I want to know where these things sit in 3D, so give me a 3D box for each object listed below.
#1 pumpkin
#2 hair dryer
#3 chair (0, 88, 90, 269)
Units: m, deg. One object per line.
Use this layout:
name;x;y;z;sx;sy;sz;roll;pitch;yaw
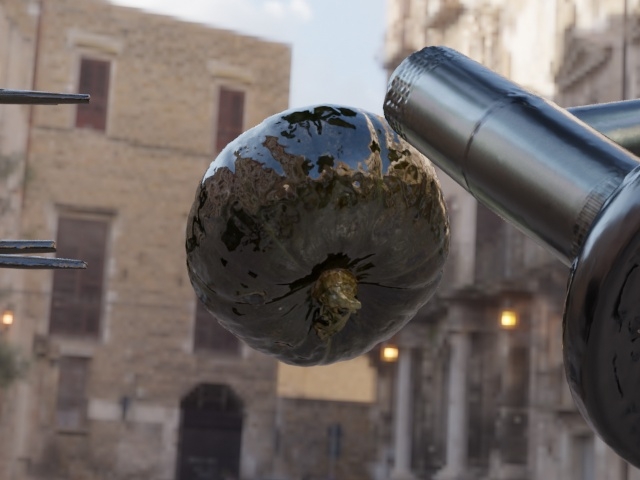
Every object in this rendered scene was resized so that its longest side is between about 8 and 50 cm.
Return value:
pumpkin;0.000;0.000;1.204;0.223;0.157;0.224;-10;-48;-11
hair dryer;0.202;-0.052;0.744;0.284;0.156;0.320;-19;28;-4
chair;-0.364;-0.063;1.400;0.272;0.188;0.166;1;5;-22
